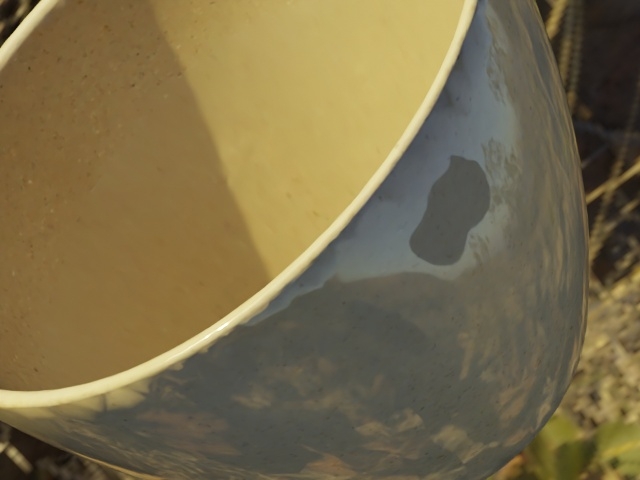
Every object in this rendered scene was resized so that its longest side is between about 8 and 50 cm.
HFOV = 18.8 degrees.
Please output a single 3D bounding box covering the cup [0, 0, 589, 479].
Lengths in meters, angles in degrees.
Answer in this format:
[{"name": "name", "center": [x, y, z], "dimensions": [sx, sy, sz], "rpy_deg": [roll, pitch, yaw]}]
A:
[{"name": "cup", "center": [0.000, 0.000, 0.938], "dimensions": [0.237, 0.331, 0.331], "rpy_deg": [45, 46, -35]}]
